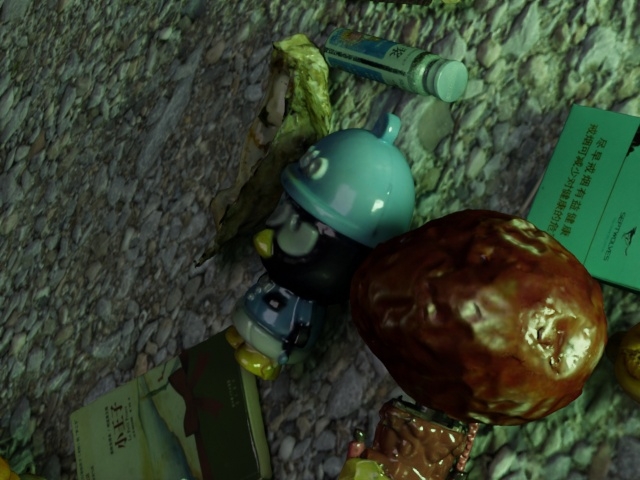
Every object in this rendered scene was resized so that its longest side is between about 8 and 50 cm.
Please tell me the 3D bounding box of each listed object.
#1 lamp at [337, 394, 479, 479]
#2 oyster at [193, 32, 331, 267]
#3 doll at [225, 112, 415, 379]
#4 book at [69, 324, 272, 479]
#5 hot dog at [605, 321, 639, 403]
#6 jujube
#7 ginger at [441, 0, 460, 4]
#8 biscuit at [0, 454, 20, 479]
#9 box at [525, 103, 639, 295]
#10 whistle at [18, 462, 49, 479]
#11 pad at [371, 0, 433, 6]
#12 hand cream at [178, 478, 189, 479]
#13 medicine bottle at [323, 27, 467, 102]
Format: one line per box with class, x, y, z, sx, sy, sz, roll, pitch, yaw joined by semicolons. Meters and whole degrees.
lamp;0.061;0.275;1.237;0.118;0.118;0.253;18;88;44
oyster;-0.066;-0.094;1.535;0.294;0.094;0.166;-60;26;18
doll;0.000;0.000;1.384;0.314;0.141;0.177;-59;28;12
book;-0.182;0.241;1.519;0.289;0.026;0.201;-31;57;28
hot dog;0.308;0.109;1.124;0.140;0.060;0.089;0;68;35
jujube;0.139;0.070;1.199;0.290;0.197;0.197;10;79;59
ginger;0.235;-0.342;1.378;0.259;0.065;0.149;-9;64;42
biscuit;-0.452;0.371;1.583;0.312;0.111;0.318;21;100;59
box;0.304;-0.030;1.195;0.229;0.041;0.162;19;86;45
whistle;-0.376;0.386;1.609;0.107;0.057;0.220;-18;63;40
pad;0.092;-0.352;1.516;0.235;0.003;0.158;21;86;56
hand cream;-0.170;0.369;1.433;0.078;0.050;0.204;21;100;42
medicine bottle;0.082;-0.200;1.459;0.191;0.051;0.051;26;90;44
